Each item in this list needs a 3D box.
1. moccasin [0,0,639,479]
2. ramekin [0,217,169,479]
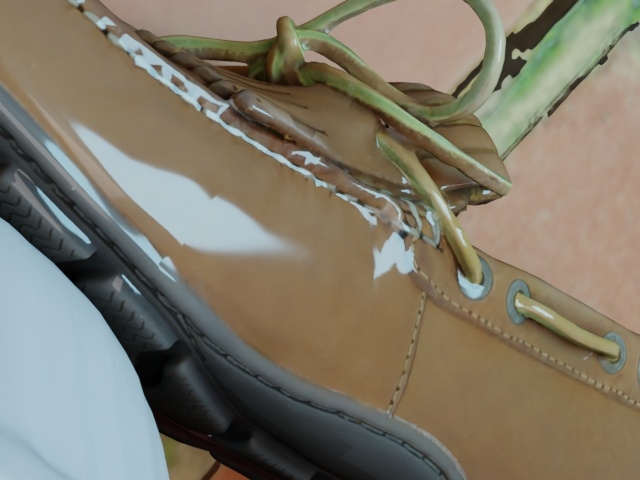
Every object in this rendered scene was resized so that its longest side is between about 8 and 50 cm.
[{"bbox_3d":[0.002,0.000,0.557,0.380,0.139,0.147,35,72,-28],"label":"moccasin"},{"bbox_3d":[-0.159,0.100,0.426,0.277,0.135,0.277,-3,122,-5],"label":"ramekin"}]
